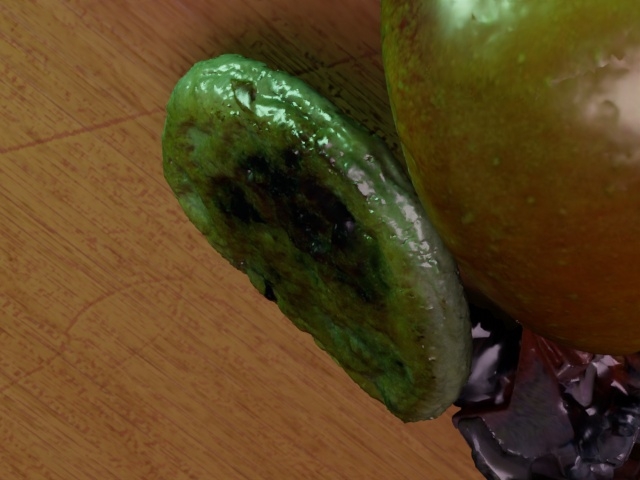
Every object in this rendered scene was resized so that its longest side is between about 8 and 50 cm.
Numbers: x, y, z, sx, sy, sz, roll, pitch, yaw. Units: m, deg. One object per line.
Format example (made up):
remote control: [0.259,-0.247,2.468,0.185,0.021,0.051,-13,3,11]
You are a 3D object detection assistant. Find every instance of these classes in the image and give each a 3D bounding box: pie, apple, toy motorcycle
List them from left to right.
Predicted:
pie: [0.000,0.000,1.225,0.070,0.323,0.323,-39,112,-21]
toy motorcycle: [0.252,0.183,1.351,0.207,0.134,0.401,-27,110,27]
apple: [0.228,-0.115,1.088,0.374,0.374,0.384,-17,146,16]
